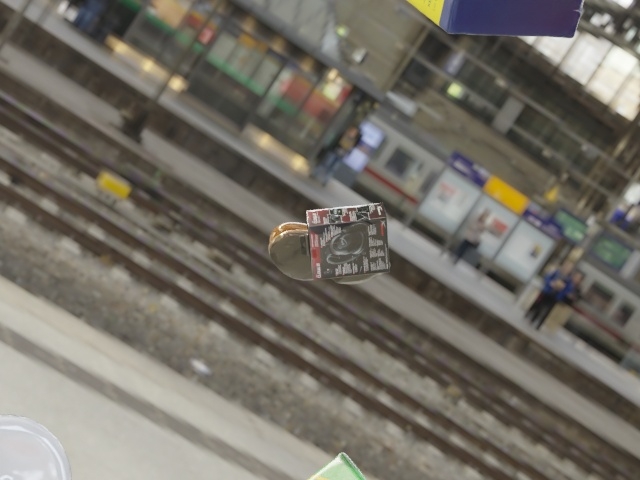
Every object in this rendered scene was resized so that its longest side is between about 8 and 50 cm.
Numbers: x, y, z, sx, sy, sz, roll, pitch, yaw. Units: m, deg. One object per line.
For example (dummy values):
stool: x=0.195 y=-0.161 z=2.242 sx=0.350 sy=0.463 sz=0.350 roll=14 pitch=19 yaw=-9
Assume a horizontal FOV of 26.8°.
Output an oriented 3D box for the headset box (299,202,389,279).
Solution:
headset box: x=0.022 y=0.001 z=1.280 sx=0.083 sy=0.062 sz=0.032 roll=-6 pitch=31 yaw=0

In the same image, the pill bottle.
pill bottle: x=-0.348 y=0.241 z=1.352 sx=0.130 sy=0.130 sz=0.245 roll=32 pitch=-21 yaw=-22

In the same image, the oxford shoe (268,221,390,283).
oxford shoe: x=0.000 y=0.000 z=1.537 sx=0.212 sy=0.076 sz=0.076 roll=14 pitch=50 yaw=-59

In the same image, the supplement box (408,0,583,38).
supplement box: x=0.184 y=-0.420 z=1.732 sx=0.195 sy=0.194 sz=0.356 roll=-3 pitch=32 yaw=-27

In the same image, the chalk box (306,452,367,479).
chalk box: x=0.038 y=0.285 z=0.964 sx=0.213 sy=0.132 sz=0.132 roll=44 pitch=-11 yaw=52
